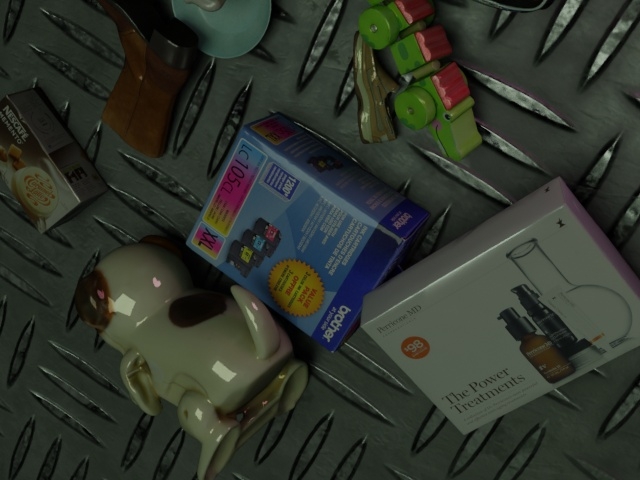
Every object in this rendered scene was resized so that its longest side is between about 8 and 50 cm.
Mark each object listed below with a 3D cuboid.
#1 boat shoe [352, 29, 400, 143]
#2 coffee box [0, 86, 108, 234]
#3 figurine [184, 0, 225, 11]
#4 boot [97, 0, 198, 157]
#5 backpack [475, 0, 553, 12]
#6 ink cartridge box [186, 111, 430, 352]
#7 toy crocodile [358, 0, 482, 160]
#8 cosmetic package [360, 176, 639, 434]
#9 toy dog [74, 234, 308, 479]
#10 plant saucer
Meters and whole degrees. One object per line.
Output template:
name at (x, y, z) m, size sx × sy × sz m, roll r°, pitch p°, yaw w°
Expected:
boat shoe at (0.095, -0.252, 1.589) m, size 0.072 × 0.068 × 0.190 m, roll -2°, pitch 119°, yaw 13°
coffee box at (-0.549, -0.157, 1.905) m, size 0.141 × 0.098 × 0.247 m, roll -31°, pitch 94°, yaw 31°
figurine at (-0.226, -0.496, 1.597) m, size 0.209 × 0.092 × 0.215 m, roll 18°, pitch 92°, yaw 34°
boot at (-0.348, -0.324, 1.767) m, size 0.264 × 0.096 × 0.280 m, roll 37°, pitch 136°, yaw 7°
backpack at (0.233, -0.454, 1.364) m, size 0.253 × 0.191 × 0.225 m, roll 18°, pitch 114°, yaw 11°
ink cartridge box at (0.000, 0.000, 1.677) m, size 0.395 × 0.151 × 0.270 m, roll 34°, pitch 120°, yaw 9°
toy crocodile at (0.158, -0.284, 1.493) m, size 0.105 × 0.115 × 0.341 m, roll -14°, pitch 104°, yaw 54°
cosmetic package at (0.296, 0.114, 1.529) m, size 0.377 × 0.097 × 0.284 m, roll -34°, pitch 111°, yaw 24°
toy dog at (-0.260, 0.176, 1.768) m, size 0.408 × 0.284 × 0.395 m, roll 36°, pitch 150°, yaw 20°
plant saucer at (-0.163, -0.411, 1.660) m, size 0.194 × 0.037 × 0.195 m, roll 9°, pitch 113°, yaw 23°
